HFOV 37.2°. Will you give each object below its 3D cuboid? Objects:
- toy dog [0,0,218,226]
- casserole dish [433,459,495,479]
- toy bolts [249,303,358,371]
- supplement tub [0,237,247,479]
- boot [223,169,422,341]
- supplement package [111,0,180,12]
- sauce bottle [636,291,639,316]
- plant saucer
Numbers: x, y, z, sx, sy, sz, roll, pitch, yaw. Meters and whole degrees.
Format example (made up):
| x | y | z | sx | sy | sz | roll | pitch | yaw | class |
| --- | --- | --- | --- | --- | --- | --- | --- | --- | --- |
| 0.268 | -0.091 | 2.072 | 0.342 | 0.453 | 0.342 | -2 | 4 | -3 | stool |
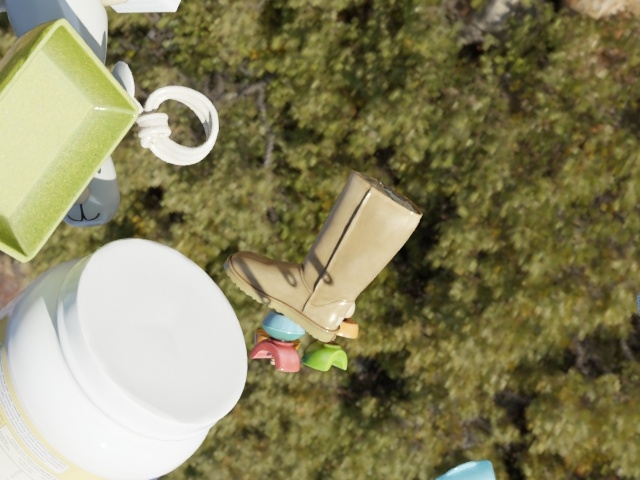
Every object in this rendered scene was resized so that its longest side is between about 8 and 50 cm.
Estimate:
| x | y | z | sx | sy | sz | roll | pitch | yaw | class |
| --- | --- | --- | --- | --- | --- | --- | --- | --- | --- |
| -0.268 | -0.190 | 1.000 | 0.333 | 0.220 | 0.161 | 61 | -178 | -2 | toy dog |
| 0.206 | 0.392 | 1.406 | 0.188 | 0.114 | 0.037 | 90 | 157 | -45 | casserole dish |
| -0.054 | 0.164 | 1.931 | 0.218 | 0.158 | 0.228 | 17 | -175 | 31 | toy bolts |
| -0.261 | 0.165 | 1.006 | 0.241 | 0.241 | 0.331 | 43 | 124 | -17 | supplement tub |
| 0.000 | 0.000 | 1.554 | 0.236 | 0.269 | 0.089 | 32 | -159 | 2 | boot |
| -0.305 | -0.459 | 1.387 | 0.134 | 0.139 | 0.244 | 9 | 161 | 36 | supplement package |
| 0.620 | 0.050 | 1.362 | 0.111 | 0.344 | 0.111 | 164 | 90 | -80 | sauce bottle |
| -0.262 | -0.090 | 0.849 | 0.045 | 0.188 | 0.188 | 32 | 171 | 18 | plant saucer |
